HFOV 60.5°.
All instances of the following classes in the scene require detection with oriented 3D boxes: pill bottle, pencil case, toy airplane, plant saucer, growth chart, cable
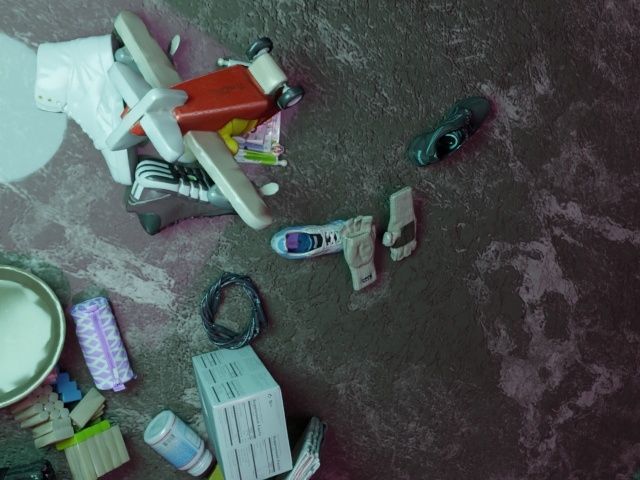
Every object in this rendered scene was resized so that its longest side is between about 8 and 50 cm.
[{"bbox_3d":[-0.332,0.482,1.295,0.087,0.087,0.160,-42,113,-9],"label":"pill bottle"},{"bbox_3d":[-0.471,0.226,1.184,0.086,0.088,0.206,-20,107,-20],"label":"pencil case"},{"bbox_3d":[-0.243,-0.229,1.060,0.384,0.272,0.386,20,56,-26],"label":"toy airplane"},{"bbox_3d":[-0.631,0.182,1.042,0.277,0.041,0.278,4,72,-12],"label":"plant saucer"},{"bbox_3d":[-0.159,-0.286,1.241,0.171,0.021,0.237,-4,102,-20],"label":"growth chart"},{"bbox_3d":[-0.212,0.164,1.305,0.150,0.047,0.185,-19,106,-10],"label":"cable"}]

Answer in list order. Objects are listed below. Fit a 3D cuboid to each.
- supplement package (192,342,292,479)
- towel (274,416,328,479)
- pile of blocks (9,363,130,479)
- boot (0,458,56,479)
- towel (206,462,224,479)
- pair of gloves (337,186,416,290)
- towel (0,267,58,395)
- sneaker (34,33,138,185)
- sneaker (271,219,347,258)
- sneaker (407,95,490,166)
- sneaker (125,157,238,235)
[{"bbox_3d":[-0.183,0.384,1.239,0.145,0.262,0.204,-12,105,-19],"label":"supplement package"},{"bbox_3d":[-0.083,0.597,1.302,0.053,0.332,0.317,31,88,5],"label":"towel"},{"bbox_3d":[-0.572,0.372,1.180,0.112,0.149,0.362,-28,105,31],"label":"pile of blocks"},{"bbox_3d":[-0.676,0.459,1.078,0.260,0.131,0.348,-8,104,3],"label":"boot"},{"bbox_3d":[-0.249,0.617,1.383,0.102,0.021,0.237,36,81,-37],"label":"towel"},{"bbox_3d":[0.153,-0.009,1.385,0.240,0.042,0.204,-34,131,-22],"label":"pair of gloves"},{"bbox_3d":[-0.703,0.207,1.056,0.328,0.037,0.237,-14,77,-18],"label":"towel"},{"bbox_3d":[-0.466,-0.248,1.090,0.169,0.108,0.293,-7,107,-6],"label":"sneaker"},{"bbox_3d":[0.000,0.000,1.331,0.237,0.086,0.085,-9,103,-22],"label":"sneaker"},{"bbox_3d":[0.351,-0.275,1.406,0.267,0.106,0.101,-41,112,-11],"label":"sneaker"},{"bbox_3d":[-0.293,-0.074,1.204,0.281,0.106,0.162,15,124,-39],"label":"sneaker"}]
